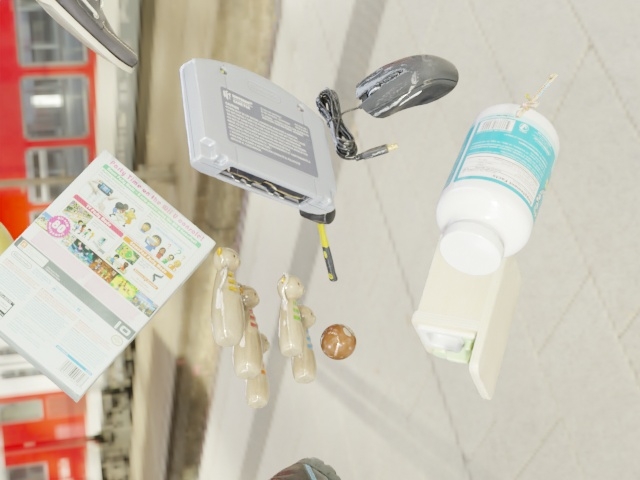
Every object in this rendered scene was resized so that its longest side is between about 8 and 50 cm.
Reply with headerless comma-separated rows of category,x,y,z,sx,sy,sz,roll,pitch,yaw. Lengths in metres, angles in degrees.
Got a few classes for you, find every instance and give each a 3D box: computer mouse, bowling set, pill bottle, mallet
computer mouse,0.126,-0.242,1.851,0.060,0.262,0.184,69,-174,-56
bowling set,-0.047,0.127,1.587,0.287,0.200,0.154,80,-175,-57
pill bottle,0.261,-0.073,1.584,0.146,0.146,0.264,108,-172,-54
mallet,0.000,0.000,1.925,0.062,0.039,0.190,23,142,26

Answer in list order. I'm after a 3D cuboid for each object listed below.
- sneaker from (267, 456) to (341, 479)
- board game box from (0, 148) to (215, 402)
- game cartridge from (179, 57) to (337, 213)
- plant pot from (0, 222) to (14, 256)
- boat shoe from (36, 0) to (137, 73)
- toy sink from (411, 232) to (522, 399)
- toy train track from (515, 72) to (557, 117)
sneaker,0.043,0.501,1.821,0.341,0.139,0.125,22,107,34
board game box,-0.339,0.051,1.557,0.224,0.303,0.097,41,160,0
game cartridge,-0.095,-0.164,1.619,0.060,0.294,0.196,-24,61,35
plant pot,-0.587,0.016,1.833,0.134,0.134,0.095,109,156,-55
boat shoe,-0.252,-0.252,1.104,0.075,0.065,0.206,33,174,44
toy sink,0.238,0.125,1.746,0.153,0.131,0.234,56,-133,-57
toy train track,0.303,-0.208,1.486,0.014,0.083,0.048,45,173,-17
